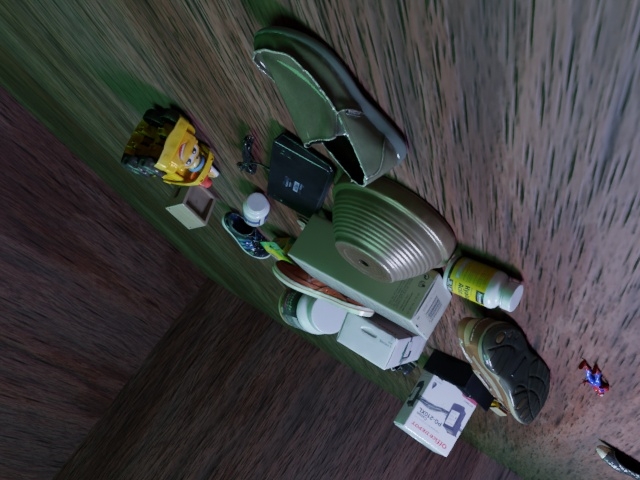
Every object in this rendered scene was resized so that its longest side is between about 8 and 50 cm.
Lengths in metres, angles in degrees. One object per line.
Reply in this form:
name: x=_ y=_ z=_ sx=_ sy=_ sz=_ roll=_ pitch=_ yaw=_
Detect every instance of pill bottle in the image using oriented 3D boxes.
pill bottle: x=-0.162 y=-0.080 z=1.364 sx=0.067 sy=0.067 sz=0.120 roll=36 pitch=165 yaw=0
pill bottle: x=0.266 y=0.071 z=0.891 sx=0.116 sy=0.065 sz=0.065 roll=23 pitch=161 yaw=37
pill bottle: x=-0.024 y=0.228 z=1.825 sx=0.162 sy=0.162 sz=0.278 roll=41 pitch=164 yaw=-18

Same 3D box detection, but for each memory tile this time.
memory tile: x=0.000 y=0.000 z=1.350 sx=0.113 sy=0.012 sz=0.148 roll=32 pitch=166 yaw=27

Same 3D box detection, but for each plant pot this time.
plant pot: x=0.103 y=-0.003 z=0.938 sx=0.237 sy=0.109 sz=0.237 roll=33 pitch=166 yaw=9

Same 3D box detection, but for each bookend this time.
bookend: x=0.409 y=0.408 z=1.595 sx=0.157 sy=0.072 sz=0.156 roll=17 pitch=157 yaw=51

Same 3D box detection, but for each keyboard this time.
keyboard: x=-0.076 y=-0.136 z=1.077 sx=0.202 sy=0.033 sz=0.317 roll=29 pitch=164 yaw=-1

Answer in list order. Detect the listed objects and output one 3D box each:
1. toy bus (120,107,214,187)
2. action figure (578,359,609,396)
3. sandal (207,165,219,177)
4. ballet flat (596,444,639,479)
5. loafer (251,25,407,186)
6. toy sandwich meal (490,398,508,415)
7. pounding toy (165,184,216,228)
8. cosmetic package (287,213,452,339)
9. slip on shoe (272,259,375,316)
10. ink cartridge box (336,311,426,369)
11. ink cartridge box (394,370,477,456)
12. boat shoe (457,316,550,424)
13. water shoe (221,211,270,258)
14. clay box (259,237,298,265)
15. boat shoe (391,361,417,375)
toy bus: x=-0.328 y=-0.190 z=1.272 sx=0.211 sy=0.149 sz=0.220 roll=33 pitch=167 yaw=-37
action figure: x=0.510 y=0.263 z=1.014 sx=0.038 sy=0.030 sz=0.115 roll=11 pitch=154 yaw=47
sandal: x=-0.379 y=-0.201 z=1.453 sx=0.265 sy=0.076 sz=0.102 roll=22 pitch=160 yaw=41
ballet flat: x=0.763 y=0.550 z=1.328 sx=0.173 sy=0.057 sz=0.049 roll=28 pitch=123 yaw=22
loafer: x=0.005 y=-0.164 z=0.695 sx=0.251 sy=0.087 sz=0.094 roll=40 pitch=165 yaw=-17
toy sandwich meal: x=0.560 y=0.521 z=1.689 sx=0.086 sy=0.029 sz=0.085 roll=33 pitch=165 yaw=10
pounding toy: x=-0.392 y=-0.118 z=1.661 sx=0.100 sy=0.141 sz=0.130 roll=-10 pitch=140 yaw=30
cosmetic package: x=0.103 y=0.074 z=1.139 sx=0.309 sy=0.113 sz=0.160 roll=28 pitch=170 yaw=30
slip on shoe: x=0.012 y=0.104 z=1.455 sx=0.331 sy=0.101 sz=0.123 roll=18 pitch=-175 yaw=35
ink cartridge box: x=0.169 y=0.255 z=1.454 sx=0.160 sy=0.092 sz=0.219 roll=27 pitch=-169 yaw=31
ink cartridge box: x=0.370 y=0.523 z=1.709 sx=0.172 sy=0.237 sz=0.100 roll=36 pitch=165 yaw=-3
boat shoe: x=0.384 y=0.262 z=1.147 sx=0.120 sy=0.122 sz=0.324 roll=25 pitch=154 yaw=52
water shoe: x=-0.225 y=-0.010 z=1.708 sx=0.203 sy=0.073 sz=0.080 roll=42 pitch=162 yaw=-24
clay box: x=-0.068 y=0.059 z=1.609 sx=0.222 sy=0.053 sz=0.127 roll=43 pitch=161 yaw=-21
boat shoe: x=0.279 y=0.452 z=2.029 sx=0.075 sy=0.065 sz=0.206 roll=41 pitch=164 yaw=-19
